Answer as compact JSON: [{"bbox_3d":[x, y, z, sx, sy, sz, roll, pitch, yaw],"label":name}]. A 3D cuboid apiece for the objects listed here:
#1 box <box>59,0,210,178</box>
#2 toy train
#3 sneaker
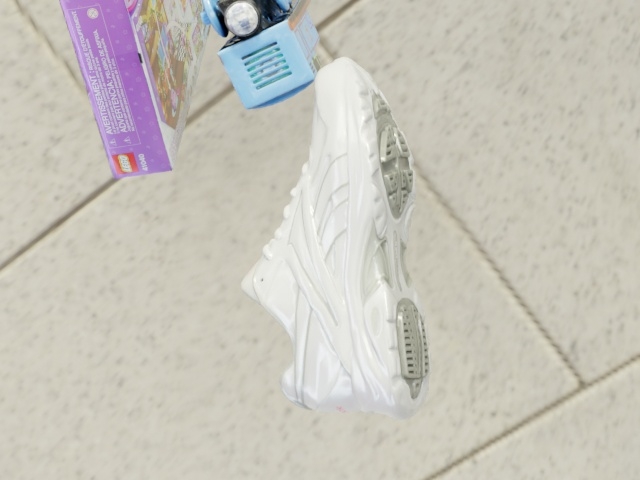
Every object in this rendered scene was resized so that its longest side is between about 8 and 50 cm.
[{"bbox_3d":[-0.161,-0.214,1.445,0.057,0.293,0.201,-8,121,8],"label":"box"},{"bbox_3d":[-0.044,-0.175,1.346,0.080,0.184,0.105,-22,103,10],"label":"toy train"},{"bbox_3d":[0.000,0.000,1.034,0.115,0.090,0.232,-7,79,21],"label":"sneaker"}]
